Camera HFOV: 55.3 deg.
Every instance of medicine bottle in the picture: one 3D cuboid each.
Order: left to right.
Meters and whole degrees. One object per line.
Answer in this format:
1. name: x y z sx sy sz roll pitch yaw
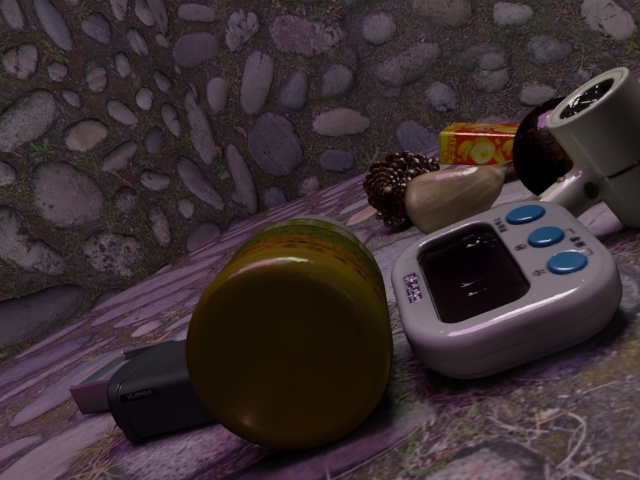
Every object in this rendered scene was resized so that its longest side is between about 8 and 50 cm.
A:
1. medicine bottle: -0.024 0.085 0.809 0.224 0.224 0.384 -23 9 7

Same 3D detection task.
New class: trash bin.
1. trash bin: -0.205 0.216 0.937 0.236 0.101 0.177 -17 10 23

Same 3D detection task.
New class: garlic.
1. garlic: 0.265 -0.088 1.224 0.164 0.145 0.245 -35 5 -28

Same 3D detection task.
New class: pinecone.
1. pinecone: 0.225 -0.136 1.549 0.213 0.185 0.169 -7 26 -28

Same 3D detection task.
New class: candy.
1. candy: 0.449 -0.241 1.538 0.276 0.088 0.146 5 21 24

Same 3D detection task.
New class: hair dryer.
1. hair dryer: 0.338 -0.051 0.870 0.362 0.203 0.128 -41 11 7

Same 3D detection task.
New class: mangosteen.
1. mangosteen: 0.449 -0.159 1.131 0.192 0.192 0.217 -23 -11 7

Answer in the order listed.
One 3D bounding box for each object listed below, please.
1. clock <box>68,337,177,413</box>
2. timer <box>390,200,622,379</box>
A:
1. clock: -0.370 0.261 1.185 0.197 0.063 0.150 -18 12 36
2. timer: 0.210 0.052 0.729 0.237 0.087 0.262 -24 23 10
